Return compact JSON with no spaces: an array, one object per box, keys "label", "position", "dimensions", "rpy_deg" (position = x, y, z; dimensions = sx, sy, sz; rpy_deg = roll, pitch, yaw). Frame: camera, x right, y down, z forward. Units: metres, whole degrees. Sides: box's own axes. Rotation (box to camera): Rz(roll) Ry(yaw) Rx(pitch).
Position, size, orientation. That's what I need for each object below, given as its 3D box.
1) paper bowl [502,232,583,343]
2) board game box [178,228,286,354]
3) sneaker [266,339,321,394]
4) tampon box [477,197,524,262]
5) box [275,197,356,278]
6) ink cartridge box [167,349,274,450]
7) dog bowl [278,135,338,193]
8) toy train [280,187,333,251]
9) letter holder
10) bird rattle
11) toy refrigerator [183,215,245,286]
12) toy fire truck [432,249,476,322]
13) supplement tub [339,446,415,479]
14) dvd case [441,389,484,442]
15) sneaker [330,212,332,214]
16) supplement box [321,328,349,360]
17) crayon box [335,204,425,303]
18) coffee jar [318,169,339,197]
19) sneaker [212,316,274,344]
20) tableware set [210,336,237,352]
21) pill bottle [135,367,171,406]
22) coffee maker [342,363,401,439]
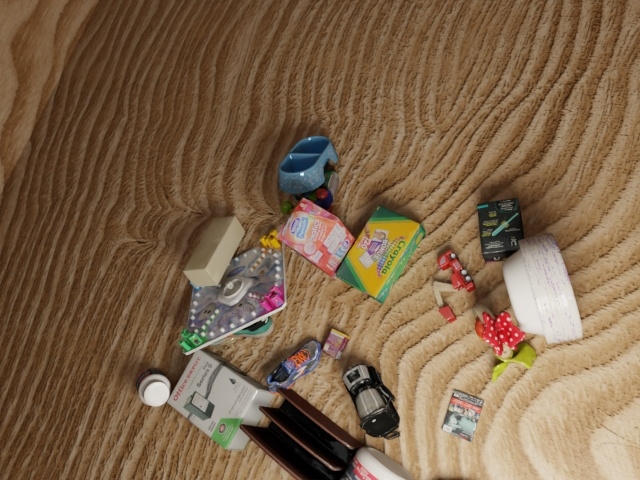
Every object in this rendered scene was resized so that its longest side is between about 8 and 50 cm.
[{"label":"paper bowl","position":[0.575,0.132,1.415],"dimensions":[0.148,0.284,0.284],"rpy_deg":[-17,64,19]},{"label":"board game box","position":[-0.299,0.161,1.831],"dimensions":[0.390,0.050,0.389],"rpy_deg":[-26,34,13]},{"label":"sneaker","position":[-0.083,0.403,1.714],"dimensions":[0.221,0.087,0.083],"rpy_deg":[-45,61,-9]},{"label":"tampon box","position":[0.539,-0.027,1.597],"dimensions":[0.121,0.101,0.160],"rpy_deg":[-8,68,22]},{"label":"box","position":[0.000,0.000,1.708],"dimensions":[0.142,0.300,0.154],"rpy_deg":[34,87,22]},{"label":"ink cartridge box","position":[-0.332,0.519,1.769],"dimensions":[0.289,0.121,0.211],"rpy_deg":[24,81,30]},{"label":"dog bowl","position":[-0.047,-0.275,1.889],"dimensions":[0.166,0.074,0.297],"rpy_deg":[5,41,23]},{"label":"toy train","position":[-0.079,-0.087,1.828],"dimensions":[0.144,0.105,0.248],"rpy_deg":[27,67,28]},{"label":"letter holder","position":[-0.058,0.575,1.569],"dimensions":[0.302,0.214,0.151],"rpy_deg":[30,85,31]},{"label":"bird rattle","position":[0.464,0.259,1.452],"dimensions":[0.143,0.253,0.206],"rpy_deg":[-36,36,8]},{"label":"toy refrigerator","position":[-0.374,0.039,1.925],"dimensions":[0.102,0.094,0.269],"rpy_deg":[-7,42,27]},{"label":"toy fire truck","position":[0.393,0.137,1.632],"dimensions":[0.135,0.047,0.192],"rpy_deg":[-33,60,11]},{"label":"supplement tub","position":[0.120,0.722,1.446],"dimensions":[0.191,0.191,0.272],"rpy_deg":[29,84,30]},{"label":"dvd case","position":[0.400,0.493,1.511],"dimensions":[0.087,0.013,0.119],"rpy_deg":[15,76,28]},{"label":"sneaker","position":[-0.031,-0.042,1.882],"dimensions":[0.175,0.067,0.064],"rpy_deg":[-39,58,4]},{"label":"supplement box","position":[0.049,0.332,1.714],"dimensions":[0.055,0.043,0.083],"rpy_deg":[22,80,29]},{"label":"crayon box","position":[0.195,0.042,1.738],"dimensions":[0.165,0.081,0.278],"rpy_deg":[29,84,30]},{"label":"coffee jar","position":[-0.032,-0.211,1.940],"dimensions":[0.185,0.079,0.096],"rpy_deg":[8,73,27]},{"label":"sneaker","position":[-0.317,0.280,1.826],"dimensions":[0.303,0.121,0.108],"rpy_deg":[-9,58,8]},{"label":"tableware set","position":[-0.373,0.316,1.913],"dimensions":[0.194,0.039,0.128],"rpy_deg":[19,64,23]},{"label":"pill bottle","position":[-0.572,0.506,1.842],"dimensions":[0.180,0.108,0.107],"rpy_deg":[-5,62,66]},{"label":"coffee maker","position":[0.147,0.473,1.568],"dimensions":[0.120,0.171,0.178],"rpy_deg":[-18,40,-6]}]
